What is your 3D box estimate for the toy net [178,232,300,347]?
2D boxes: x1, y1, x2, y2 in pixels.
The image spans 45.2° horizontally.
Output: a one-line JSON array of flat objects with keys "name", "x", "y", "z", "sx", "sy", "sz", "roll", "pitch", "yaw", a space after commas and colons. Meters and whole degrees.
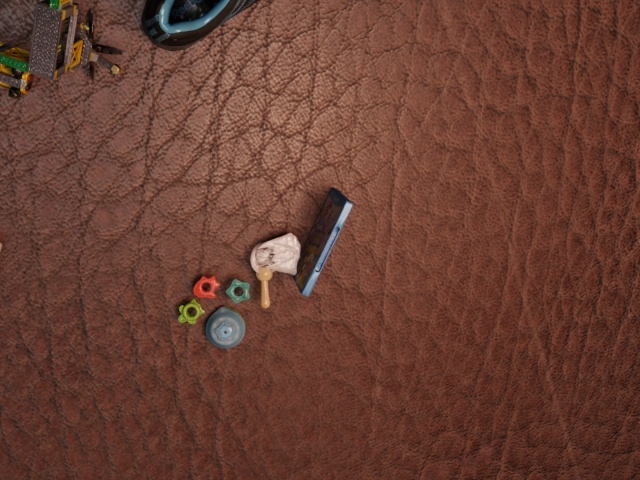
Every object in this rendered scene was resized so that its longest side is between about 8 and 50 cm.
[{"name": "toy net", "x": -0.129, "y": 0.070, "z": 1.293, "sx": 0.122, "sy": 0.045, "sz": 0.232, "roll": 39, "pitch": 91, "yaw": -6}]

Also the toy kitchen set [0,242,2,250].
[{"name": "toy kitchen set", "x": -0.587, "y": 0.103, "z": 1.172, "sx": 0.122, "sy": 0.166, "sz": 0.207, "roll": 20, "pitch": 64, "yaw": -20}]

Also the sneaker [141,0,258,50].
[{"name": "sneaker", "x": -0.108, "y": -0.393, "z": 1.107, "sx": 0.341, "sy": 0.139, "sz": 0.125, "roll": -43, "pitch": 109, "yaw": -1}]

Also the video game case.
[{"name": "video game case", "x": 0.000, "y": 0.000, "z": 1.261, "sx": 0.015, "sy": 0.119, "sz": 0.166, "roll": 24, "pitch": 99, "yaw": -15}]

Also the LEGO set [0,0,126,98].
[{"name": "LEGO set", "x": -0.390, "y": -0.380, "z": 1.043, "sx": 0.255, "sy": 0.192, "sz": 0.331, "roll": 12, "pitch": 117, "yaw": 1}]
